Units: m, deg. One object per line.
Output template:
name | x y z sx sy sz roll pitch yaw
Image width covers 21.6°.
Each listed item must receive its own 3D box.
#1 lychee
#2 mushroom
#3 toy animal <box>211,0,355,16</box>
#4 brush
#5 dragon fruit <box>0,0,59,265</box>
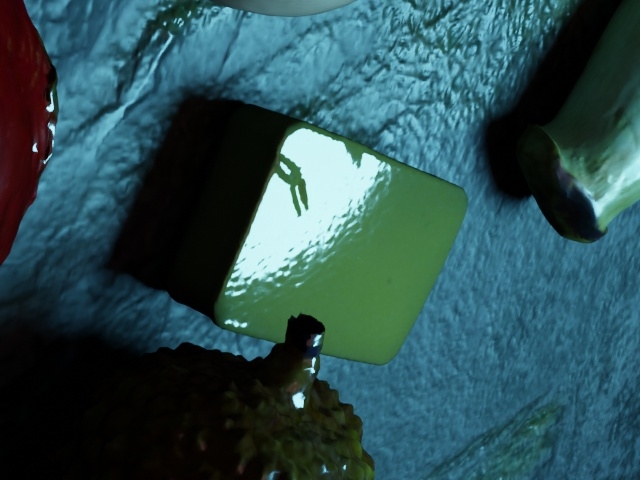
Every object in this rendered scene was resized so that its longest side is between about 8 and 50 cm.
lychee | -0.055 0.142 0.905 0.200 0.200 0.238 7 121 -51
mushroom | 0.249 -0.146 1.161 0.333 0.087 0.107 -56 142 -11
toy animal | 0.043 -0.245 0.758 0.269 0.237 0.326 22 101 -44
brush | 0.000 0.000 0.982 0.197 0.059 0.123 18 96 -54
dragon fruit | -0.211 -0.054 0.565 0.241 0.241 0.252 -48 129 -17
